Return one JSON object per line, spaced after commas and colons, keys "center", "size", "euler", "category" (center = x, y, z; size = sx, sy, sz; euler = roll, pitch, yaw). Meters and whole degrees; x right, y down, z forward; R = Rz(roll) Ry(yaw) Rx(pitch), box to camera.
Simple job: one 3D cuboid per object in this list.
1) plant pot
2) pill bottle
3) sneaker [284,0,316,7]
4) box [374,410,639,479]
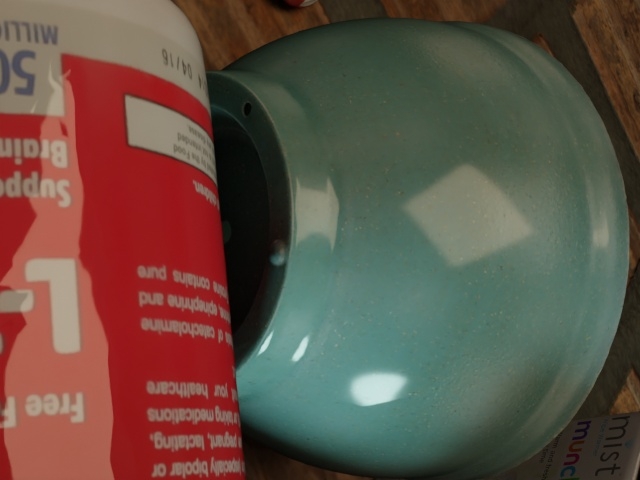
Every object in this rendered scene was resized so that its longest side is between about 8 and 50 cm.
{"center": [0.000, 0.000, 0.667], "size": [0.196, 0.293, 0.293], "euler": [6, 72, -41], "category": "plant pot"}
{"center": [-0.147, 0.099, 0.503], "size": [0.229, 0.229, 0.407], "euler": [7, 71, -47], "category": "pill bottle"}
{"center": [0.041, -0.279, 0.924], "size": [0.087, 0.128, 0.221], "euler": [50, 45, -24], "category": "sneaker"}
{"center": [0.186, 0.262, 0.816], "size": [0.262, 0.231, 0.127], "euler": [50, 45, -23], "category": "box"}
